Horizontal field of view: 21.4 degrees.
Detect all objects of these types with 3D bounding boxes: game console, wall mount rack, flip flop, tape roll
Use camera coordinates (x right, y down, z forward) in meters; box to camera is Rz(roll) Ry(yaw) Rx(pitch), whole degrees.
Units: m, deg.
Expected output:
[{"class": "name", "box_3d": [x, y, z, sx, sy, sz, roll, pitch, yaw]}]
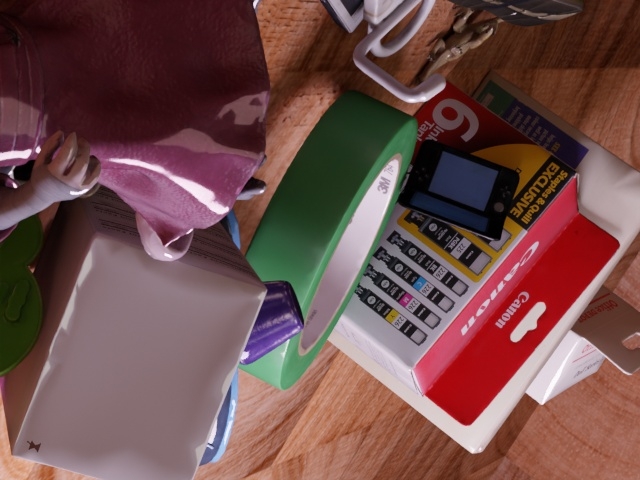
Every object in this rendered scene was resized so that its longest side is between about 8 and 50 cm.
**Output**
[{"class": "game console", "box_3d": [0.159, -0.058, 1.922, 0.071, 0.122, 0.107, 101, 11, -75]}, {"class": "wall mount rack", "box_3d": [0.158, -0.297, 1.600, 0.304, 0.130, 0.350, -44, 159, -23]}, {"class": "flip flop", "box_3d": [0.205, -0.298, 1.846, 0.277, 0.112, 0.080, 10, 76, -56]}, {"class": "tape roll", "box_3d": [0.000, 0.000, 1.801, 0.321, 0.077, 0.321, -60, 171, -17]}]

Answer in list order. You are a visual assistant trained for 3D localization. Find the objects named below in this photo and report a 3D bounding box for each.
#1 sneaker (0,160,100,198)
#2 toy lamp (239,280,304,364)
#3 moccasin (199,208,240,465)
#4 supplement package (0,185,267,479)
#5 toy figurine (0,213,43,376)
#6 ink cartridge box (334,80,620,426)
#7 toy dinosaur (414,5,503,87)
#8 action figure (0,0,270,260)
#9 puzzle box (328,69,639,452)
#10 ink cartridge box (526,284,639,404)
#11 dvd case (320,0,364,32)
[{"class": "sneaker", "box_3d": [-0.201, -0.069, 1.335, 0.094, 0.091, 0.258, -60, 159, 19]}, {"class": "toy lamp", "box_3d": [-0.150, 0.104, 1.563, 0.274, 0.080, 0.080, -21, 160, 5]}, {"class": "moccasin", "box_3d": [-0.154, 0.083, 1.674, 0.117, 0.138, 0.342, -13, 124, -22]}, {"class": "supplement package", "box_3d": [-0.162, 0.075, 1.402, 0.194, 0.149, 0.203, -68, -161, 10]}, {"class": "toy figurine", "box_3d": [-0.292, 0.068, 1.391, 0.159, 0.130, 0.173, 120, -8, -60]}, {"class": "ink cartridge box", "box_3d": [0.162, 0.017, 2.013, 0.309, 0.272, 0.130, -50, 160, -9]}, {"class": "toy dinosaur", "box_3d": [0.169, -0.236, 1.953, 0.183, 0.053, 0.092, -38, 172, -18]}, {"class": "action figure", "box_3d": [-0.218, -0.109, 1.121, 0.370, 0.248, 0.276, -9, 166, -28]}, {"class": "puzzle box", "box_3d": [0.210, 0.026, 2.136, 0.409, 0.272, 0.052, -55, 160, 8]}, {"class": "ink cartridge box", "box_3d": [0.282, 0.096, 2.286, 0.207, 0.353, 0.119, -17, 140, -58]}, {"class": "dvd case", "box_3d": [0.045, -0.308, 1.567, 0.179, 0.029, 0.238, -52, 161, -2]}]
